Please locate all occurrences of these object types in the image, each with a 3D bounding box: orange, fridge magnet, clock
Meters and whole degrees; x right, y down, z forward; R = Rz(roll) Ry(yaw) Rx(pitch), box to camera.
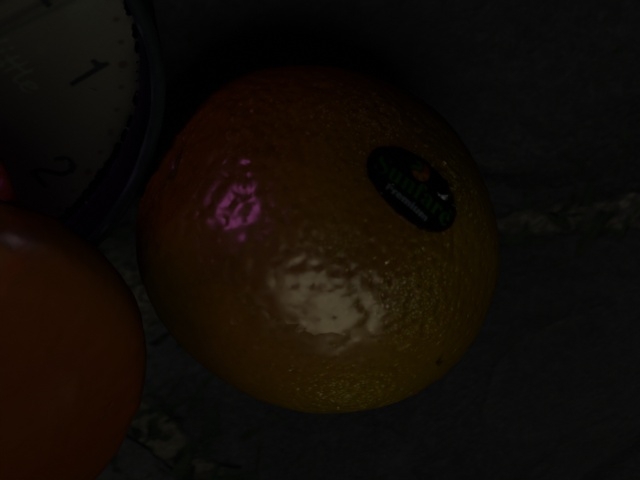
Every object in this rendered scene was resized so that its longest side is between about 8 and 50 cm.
[{"bbox_3d":[0.000,0.000,1.192,0.236,0.236,0.236,-11,136,-11],"label":"orange"},{"bbox_3d":[-0.278,0.095,1.101,0.363,0.155,0.363,-16,142,-13],"label":"fridge magnet"},{"bbox_3d":[-0.277,-0.084,1.105,0.386,0.076,0.386,-11,136,-10],"label":"clock"}]
